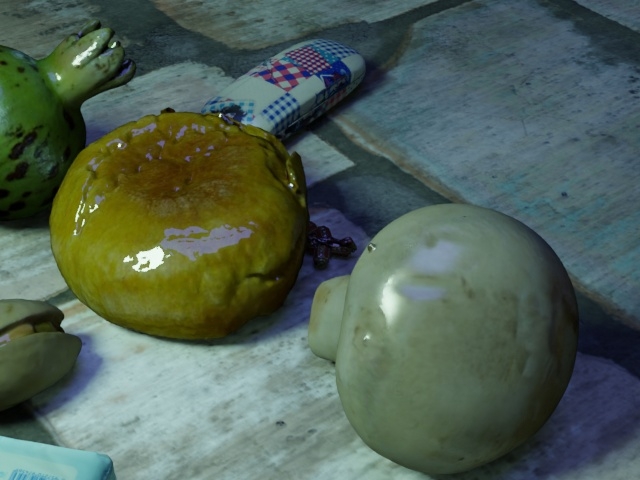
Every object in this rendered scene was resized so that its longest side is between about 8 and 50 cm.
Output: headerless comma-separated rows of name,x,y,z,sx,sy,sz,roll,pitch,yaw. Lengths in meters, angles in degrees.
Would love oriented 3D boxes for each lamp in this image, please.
lamp,0.000,0.000,1.491,0.063,0.031,0.083,-21,40,-29

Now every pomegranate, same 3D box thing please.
pomegranate,-0.385,-0.157,1.482,0.306,0.242,0.242,-21,44,-18

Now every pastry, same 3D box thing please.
pastry,-0.169,-0.028,1.405,0.356,0.163,0.356,3,44,-3

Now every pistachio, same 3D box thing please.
pistachio,-0.353,0.127,1.242,0.124,0.124,0.185,34,31,33

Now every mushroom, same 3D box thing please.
mushroom,0.123,0.099,1.229,0.293,0.292,0.290,-19,14,-26

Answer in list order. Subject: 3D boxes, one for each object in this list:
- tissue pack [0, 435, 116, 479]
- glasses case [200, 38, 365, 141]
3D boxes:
tissue pack,-0.313,0.307,1.033,0.177,0.089,0.263,8,41,7
glasses case,-0.053,-0.230,1.739,0.125,0.076,0.327,27,45,25
